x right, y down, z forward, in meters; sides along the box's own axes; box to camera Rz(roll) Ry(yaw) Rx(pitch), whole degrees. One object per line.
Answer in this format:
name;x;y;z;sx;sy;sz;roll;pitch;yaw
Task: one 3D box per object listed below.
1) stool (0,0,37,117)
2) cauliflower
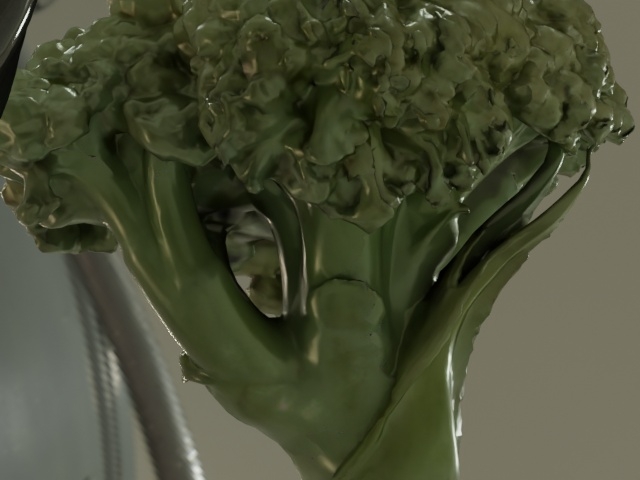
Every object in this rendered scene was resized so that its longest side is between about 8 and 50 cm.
stool;-0.147;-0.087;0.392;0.153;0.139;0.228;27;-110;-8
cauliflower;-0.004;-0.019;0.677;0.327;0.260;0.281;5;-75;-23
